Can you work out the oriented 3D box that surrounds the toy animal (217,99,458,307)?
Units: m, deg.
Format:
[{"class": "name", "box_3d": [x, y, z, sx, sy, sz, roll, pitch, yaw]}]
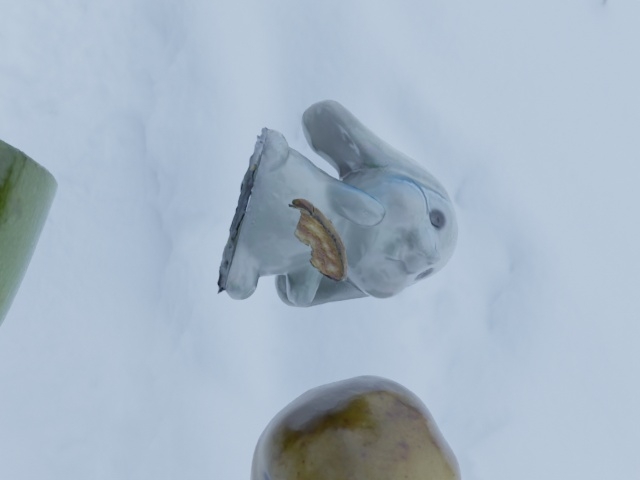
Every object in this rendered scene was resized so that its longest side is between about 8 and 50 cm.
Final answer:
[{"class": "toy animal", "box_3d": [0.014, -0.017, 0.862, 0.289, 0.249, 0.174, 34, 18, -17]}]

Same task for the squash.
[{"class": "squash", "box_3d": [-0.484, 0.023, 0.891, 0.233, 0.210, 0.309, 37, 65, -51]}]

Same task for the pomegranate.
[{"class": "pomegranate", "box_3d": [0.050, 0.327, 0.965, 0.307, 0.307, 0.307, 6, 67, -15]}]

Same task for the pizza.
[{"class": "pizza", "box_3d": [0.000, 0.000, 0.587, 0.083, 0.037, 0.016, 60, 32, -15]}]
